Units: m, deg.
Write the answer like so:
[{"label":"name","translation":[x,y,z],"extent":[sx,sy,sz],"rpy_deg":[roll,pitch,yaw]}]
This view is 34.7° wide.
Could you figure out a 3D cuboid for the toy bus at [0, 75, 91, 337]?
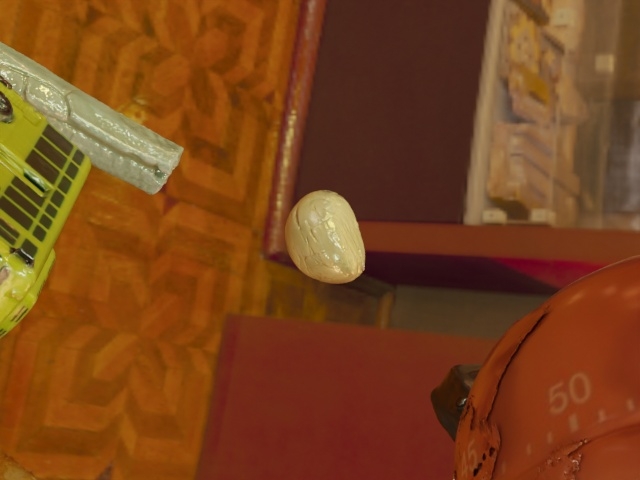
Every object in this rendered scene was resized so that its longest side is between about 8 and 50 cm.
[{"label":"toy bus","translation":[-0.283,-0.021,0.823],"extent":[0.150,0.128,0.262],"rpy_deg":[43,17,-19]}]

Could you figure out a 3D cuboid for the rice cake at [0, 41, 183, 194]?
[{"label":"rice cake","translation":[-0.312,-0.159,1.140],"extent":[0.336,0.063,0.066],"rpy_deg":[29,35,-15]}]

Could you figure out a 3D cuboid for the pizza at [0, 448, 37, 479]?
[{"label":"pizza","translation":[-0.320,0.192,0.799],"extent":[0.181,0.262,0.034],"rpy_deg":[-6,97,-25]}]

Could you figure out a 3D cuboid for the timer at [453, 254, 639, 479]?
[{"label":"timer","translation":[0.175,0.117,0.453],"extent":[0.229,0.230,0.215],"rpy_deg":[49,23,-44]}]

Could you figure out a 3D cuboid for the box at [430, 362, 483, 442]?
[{"label":"box","translation":[0.290,0.236,1.072],"extent":[0.289,0.290,0.073],"rpy_deg":[6,122,-38]}]

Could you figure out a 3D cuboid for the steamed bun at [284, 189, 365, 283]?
[{"label":"steamed bun","translation":[0.000,0.000,1.377],"extent":[0.130,0.091,0.112],"rpy_deg":[71,19,1]}]
